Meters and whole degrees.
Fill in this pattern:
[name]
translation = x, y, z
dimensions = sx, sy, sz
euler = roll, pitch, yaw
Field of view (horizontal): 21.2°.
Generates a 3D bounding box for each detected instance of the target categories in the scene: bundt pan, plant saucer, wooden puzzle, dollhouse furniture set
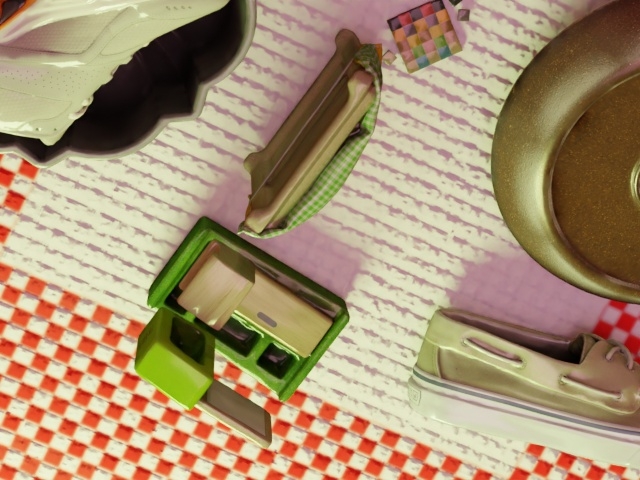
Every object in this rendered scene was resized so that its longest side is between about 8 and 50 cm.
[bundt pan]
translation = -0.203, -0.230, 1.319
dimensions = 0.330, 0.124, 0.331
euler = -1, 108, -3
[plant saucer]
translation = 0.297, -0.061, 1.407
dimensions = 0.310, 0.050, 0.311
euler = 0, 125, -1
[wooden puzzle]
translation = 0.087, -0.170, 1.421
dimensions = 0.083, 0.006, 0.049
euler = -23, 108, 3
[dollhouse furniture set]
translation = 0.000, 0.000, 1.369
dimensions = 0.151, 0.197, 0.301
euler = 34, 103, -12

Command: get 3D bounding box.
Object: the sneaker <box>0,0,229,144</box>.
[sneaker]
translation = -0.181, -0.137, 1.247
dimensions = 0.262, 0.099, 0.121
euler = -14, 116, 8

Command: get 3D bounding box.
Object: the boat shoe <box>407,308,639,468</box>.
[boat shoe]
translation = 0.228, 0.129, 1.478
dimensions = 0.302, 0.109, 0.094
euler = 10, 105, -4
